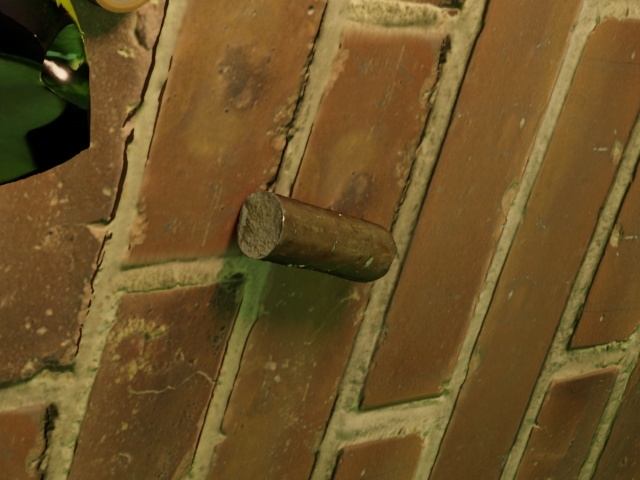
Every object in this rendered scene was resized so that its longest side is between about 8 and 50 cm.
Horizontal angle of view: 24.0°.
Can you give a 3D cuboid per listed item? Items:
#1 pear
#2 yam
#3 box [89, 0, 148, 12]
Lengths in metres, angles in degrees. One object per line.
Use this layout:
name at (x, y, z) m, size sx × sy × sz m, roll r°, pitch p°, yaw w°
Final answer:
pear at (-0.383, -0.199, 1.293) m, size 0.399 × 0.399 × 0.165 m, roll 31°, pitch 52°, yaw -51°
yam at (0.000, 0.000, 1.953) m, size 0.259 × 0.093 × 0.093 m, roll 15°, pitch 105°, yaw -50°
box at (-0.209, -0.291, 1.578) m, size 0.106 × 0.037 × 0.105 m, roll -26°, pitch 133°, yaw -31°
